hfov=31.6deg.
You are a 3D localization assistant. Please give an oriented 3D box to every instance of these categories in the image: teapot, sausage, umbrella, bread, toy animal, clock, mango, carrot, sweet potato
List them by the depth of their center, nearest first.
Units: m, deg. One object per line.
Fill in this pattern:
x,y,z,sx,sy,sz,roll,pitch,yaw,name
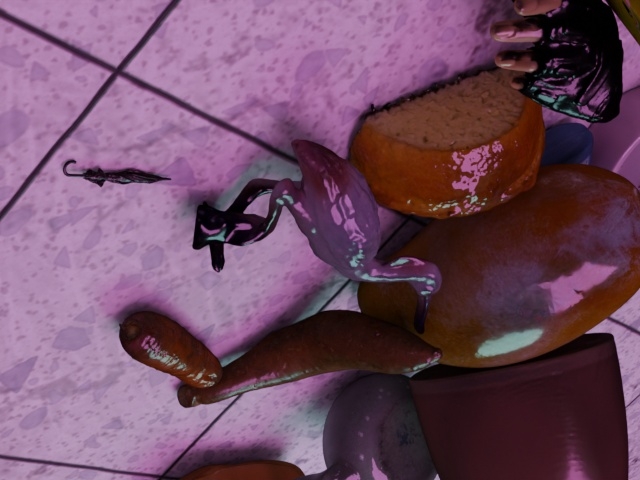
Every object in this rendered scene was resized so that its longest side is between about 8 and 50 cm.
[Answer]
-0.199,-0.061,1.106,0.122,0.013,0.022,7,106,-42,umbrella
0.022,-0.010,1.225,0.324,0.090,0.195,17,132,-22,toy animal
0.164,-0.099,1.256,0.260,0.134,0.129,-24,142,-16,bread
-0.168,0.129,1.314,0.060,0.060,0.186,-40,147,7,carrot
0.218,0.038,1.368,0.384,0.199,0.221,-19,121,22,mango
-0.015,0.139,1.392,0.346,0.108,0.079,-14,108,19,sweet potato
0.438,-0.124,1.508,0.197,0.068,0.196,-23,143,-18,clock
-0.116,0.374,1.583,0.241,0.120,0.136,3,145,-42,sausage
0.084,0.283,1.609,0.294,0.130,0.193,-34,111,-39,teapot

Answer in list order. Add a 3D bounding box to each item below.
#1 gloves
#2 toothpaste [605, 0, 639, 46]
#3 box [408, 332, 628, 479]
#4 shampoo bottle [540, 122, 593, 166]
0.249,-0.208,1.183,0.124,0.164,0.203,-22,165,19,gloves
0.347,-0.219,1.106,0.077,0.327,0.110,-31,147,10,toothpaste
0.275,0.253,1.501,0.301,0.216,0.301,-12,176,-1,box
0.309,-0.043,1.500,0.104,0.061,0.258,-28,144,-11,shampoo bottle
